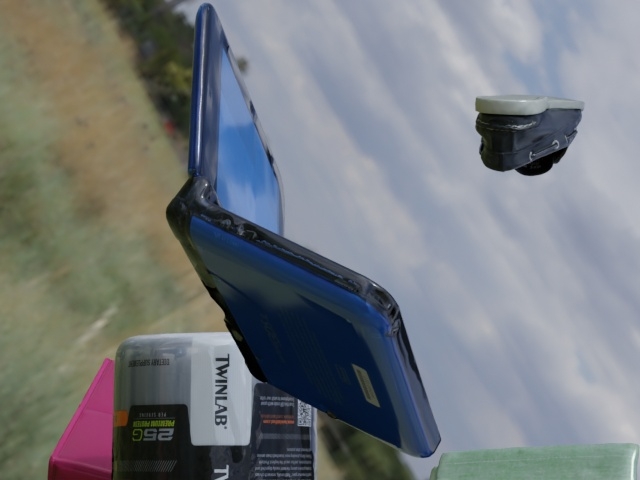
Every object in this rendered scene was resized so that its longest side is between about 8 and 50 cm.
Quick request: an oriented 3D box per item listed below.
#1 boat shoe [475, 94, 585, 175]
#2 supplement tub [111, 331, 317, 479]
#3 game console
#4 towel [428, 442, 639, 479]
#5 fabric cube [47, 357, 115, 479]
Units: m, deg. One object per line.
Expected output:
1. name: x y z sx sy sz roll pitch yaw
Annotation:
1. boat shoe: 0.289 -0.144 2.206 0.340 0.127 0.113 -19 111 -74
2. supplement tub: -0.106 0.265 1.587 0.207 0.207 0.337 80 10 -81
3. game console: 0.000 0.000 1.200 0.250 0.173 0.293 25 -19 22
4. towel: 0.215 0.369 1.741 0.038 0.248 0.324 60 34 -43
5. fabric cube: -0.178 0.326 1.886 0.259 0.258 0.254 -72 175 -65
